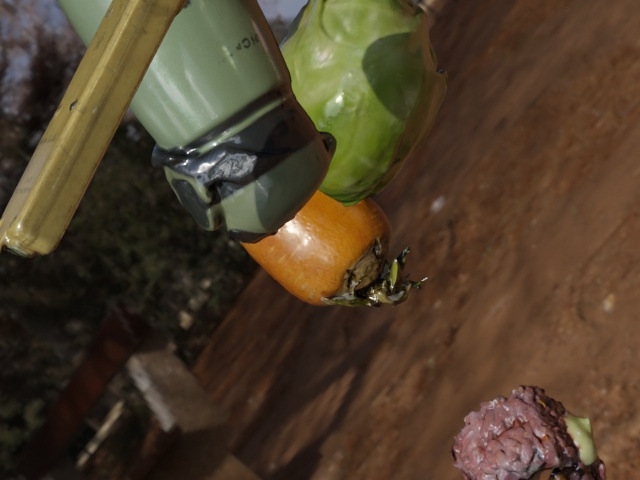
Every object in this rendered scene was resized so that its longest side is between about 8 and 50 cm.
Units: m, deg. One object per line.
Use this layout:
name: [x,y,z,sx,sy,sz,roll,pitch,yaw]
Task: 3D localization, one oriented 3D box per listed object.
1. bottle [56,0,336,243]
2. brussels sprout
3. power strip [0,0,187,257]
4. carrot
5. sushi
bottle: [-0.116,-0.164,1.195,0.168,0.347,0.168,-30,5,3]
brussels sprout: [0.047,-0.208,1.776,0.328,0.247,0.328,-42,27,28]
power strip: [-0.161,-0.116,0.942,0.064,0.044,0.305,-1,62,63]
carrot: [0.000,0.000,1.952,0.214,0.331,0.193,-55,-10,15]
sushi: [0.357,0.371,2.099,0.236,0.270,0.171,-34,43,9]
